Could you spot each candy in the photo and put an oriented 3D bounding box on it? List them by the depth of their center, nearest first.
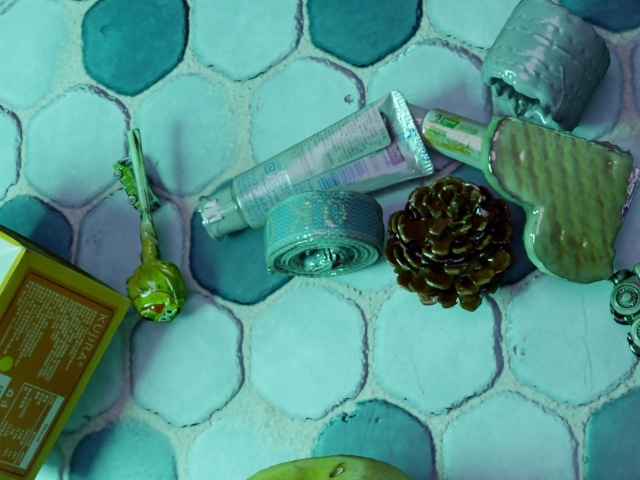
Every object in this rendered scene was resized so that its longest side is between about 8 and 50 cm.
[{"bbox_3d":[-0.225,-0.020,1.807,0.073,0.077,0.262,-15,76,18],"label":"candy"}]

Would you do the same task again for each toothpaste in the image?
[{"bbox_3d":[0.233,-0.105,1.704,0.314,0.058,0.056,22,43,17],"label":"toothpaste"},{"bbox_3d":[-0.011,-0.083,1.757,0.299,0.073,0.114,-22,91,15],"label":"toothpaste"}]

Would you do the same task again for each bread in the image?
[{"bbox_3d":[0.286,-0.065,1.620,0.172,0.064,0.232,-35,98,-10],"label":"bread"}]

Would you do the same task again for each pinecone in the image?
[{"bbox_3d":[0.155,-0.004,1.644,0.173,0.173,0.174,-4,75,17],"label":"pinecone"}]

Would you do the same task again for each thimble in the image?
[{"bbox_3d":[0.268,-0.209,1.664,0.127,0.151,0.118,30,86,36],"label":"thimble"}]

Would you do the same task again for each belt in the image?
[{"bbox_3d":[0.003,-0.002,1.696,0.147,0.163,0.082,2,73,-2],"label":"belt"}]

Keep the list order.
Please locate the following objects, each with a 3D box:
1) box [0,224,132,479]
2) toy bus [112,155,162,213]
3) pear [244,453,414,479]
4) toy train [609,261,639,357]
[{"bbox_3d":[-0.433,0.125,1.748,0.259,0.214,0.284,25,84,43],"label":"box"},{"bbox_3d":[-0.248,-0.074,1.861,0.037,0.031,0.083,-32,70,2],"label":"toy bus"},{"bbox_3d":[0.009,0.391,1.524,0.309,0.309,0.309,-4,75,17],"label":"pear"},{"bbox_3d":[0.403,0.098,1.589,0.111,0.071,0.170,-27,68,0],"label":"toy train"}]
